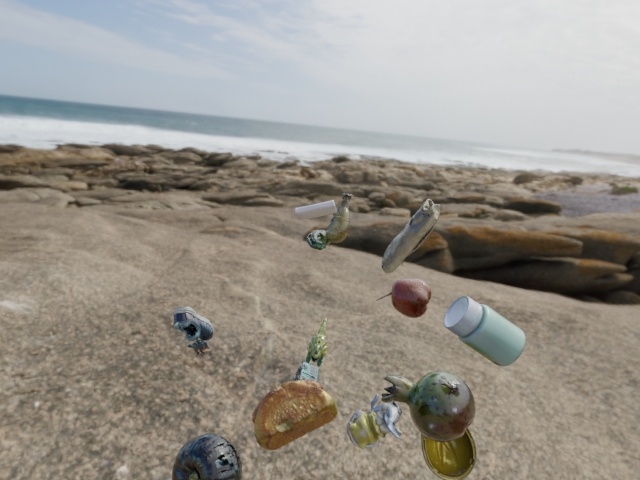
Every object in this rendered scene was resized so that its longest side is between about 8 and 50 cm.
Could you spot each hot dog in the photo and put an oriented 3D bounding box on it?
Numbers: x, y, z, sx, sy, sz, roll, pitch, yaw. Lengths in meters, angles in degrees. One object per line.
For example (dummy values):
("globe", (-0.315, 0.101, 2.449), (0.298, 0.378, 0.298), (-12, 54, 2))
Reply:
("hot dog", (-0.088, 0.508, 1.388), (0.257, 0.150, 0.153), (-22, 47, -13))

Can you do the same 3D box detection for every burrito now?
("burrito", (0.231, -0.011, 1.157), (0.061, 0.225, 0.087), (32, 40, 0))

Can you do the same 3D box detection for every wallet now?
("wallet", (-0.014, -0.089, 1.387), (0.122, 0.025, 0.061), (-11, -26, 5))

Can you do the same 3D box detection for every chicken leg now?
("chicken leg", (0.063, -0.074, 1.503), (0.070, 0.178, 0.093), (24, -14, -31))

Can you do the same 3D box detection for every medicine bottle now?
("medicine bottle", (0.514, 0.283, 1.439), (0.226, 0.139, 0.139), (34, 13, -7))

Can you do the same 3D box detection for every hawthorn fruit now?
("hawthorn fruit", (0.339, 0.223, 1.849), (0.204, 0.162, 0.163), (18, 17, 12))

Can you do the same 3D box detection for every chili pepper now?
("chili pepper", (-0.005, -0.004, 1.556), (0.073, 0.050, 0.182), (41, 15, 1))

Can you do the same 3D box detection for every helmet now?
("helmet", (0.492, 0.802, 1.812), (0.206, 0.256, 0.140), (-13, -17, -1))

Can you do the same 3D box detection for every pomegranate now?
("pomegranate", (0.371, 0.556, 1.574), (0.306, 0.242, 0.242), (4, 11, 35))

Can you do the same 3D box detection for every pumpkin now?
("pumpkin", (-0.362, 0.745, 1.473), (0.233, 0.232, 0.163), (14, 1, 28))

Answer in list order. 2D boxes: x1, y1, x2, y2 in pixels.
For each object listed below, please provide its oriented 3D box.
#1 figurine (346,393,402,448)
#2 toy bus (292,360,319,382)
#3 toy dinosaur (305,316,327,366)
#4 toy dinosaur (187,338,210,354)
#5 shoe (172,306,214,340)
("figurine", (0.175, 0.567, 1.422), (0.184, 0.128, 0.208), (-30, -7, -21))
("toy bus", (-0.057, 0.537, 1.716), (0.092, 0.079, 0.160), (26, 19, -4))
("toy dinosaur", (-0.008, 0.483, 2.175), (0.094, 0.153, 0.259), (17, 40, 1))
("toy dinosaur", (-0.476, 0.414, 1.791), (0.154, 0.055, 0.049), (-13, 29, 44))
("shoe", (-0.492, 0.340, 1.762), (0.092, 0.207, 0.106), (-20, 49, 17))
